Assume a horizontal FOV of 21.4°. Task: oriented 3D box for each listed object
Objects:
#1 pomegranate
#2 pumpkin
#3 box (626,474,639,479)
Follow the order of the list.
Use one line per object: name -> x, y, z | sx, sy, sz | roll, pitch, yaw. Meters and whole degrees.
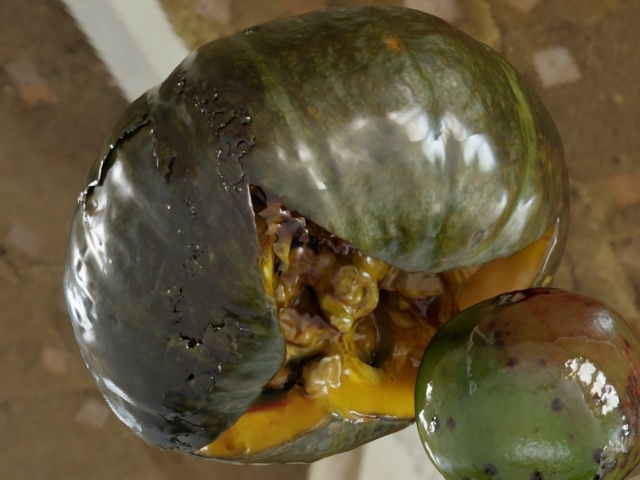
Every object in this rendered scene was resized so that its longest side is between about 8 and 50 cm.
pomegranate -> 0.110, 0.084, 0.853 | 0.130, 0.130, 0.130 | 16, -43, 15
pumpkin -> 0.000, 0.000, 1.024 | 0.320, 0.192, 0.320 | -18, -37, -14
box -> 0.230, 0.276, 1.281 | 0.051, 0.365, 0.205 | 36, -44, 51
